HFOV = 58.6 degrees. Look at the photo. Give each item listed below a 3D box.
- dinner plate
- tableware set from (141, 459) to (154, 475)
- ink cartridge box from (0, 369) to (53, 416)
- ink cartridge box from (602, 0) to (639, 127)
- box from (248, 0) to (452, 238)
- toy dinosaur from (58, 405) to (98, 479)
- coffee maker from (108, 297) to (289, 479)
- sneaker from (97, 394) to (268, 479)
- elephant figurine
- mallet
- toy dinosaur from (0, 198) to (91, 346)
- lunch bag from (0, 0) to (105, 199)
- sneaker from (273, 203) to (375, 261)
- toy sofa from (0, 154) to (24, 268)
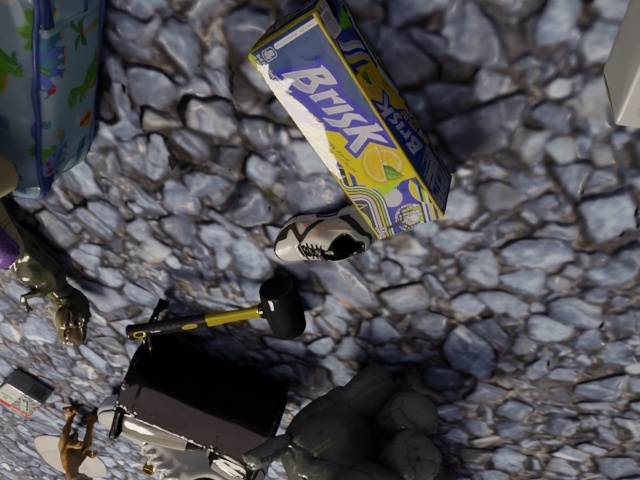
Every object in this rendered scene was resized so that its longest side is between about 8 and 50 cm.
[{"bbox_3d":[-0.454,0.397,1.028,0.141,0.017,0.141,9,134,10],"label":"dinner plate"},{"bbox_3d":[-0.220,0.376,0.923,0.154,0.024,0.104,-5,128,24],"label":"tableware set"},{"bbox_3d":[-0.470,0.244,0.885,0.063,0.029,0.115,41,130,-19],"label":"ink cartridge box"},{"bbox_3d":[0.256,-0.115,0.283,0.174,0.072,0.128,11,133,10],"label":"ink cartridge box"},{"bbox_3d":[0.027,-0.084,0.403,0.059,0.054,0.169,-20,121,32],"label":"box"},{"bbox_3d":[-0.386,0.316,0.884,0.064,0.112,0.211,19,175,-25],"label":"toy dinosaur"},{"bbox_3d":[-0.132,0.184,0.654,0.178,0.120,0.171,21,132,0],"label":"coffee maker"},{"bbox_3d":[-0.199,0.296,0.795,0.257,0.091,0.094,21,134,-1],"label":"sneaker"},{"bbox_3d":[0.052,0.263,0.643,0.185,0.169,0.240,29,151,23],"label":"elephant figurine"},{"bbox_3d":[-0.106,0.088,0.588,0.189,0.039,0.062,-16,124,13],"label":"mallet"},{"bbox_3d":[-0.354,0.011,0.618,0.118,0.064,0.268,-16,122,12],"label":"toy dinosaur"},{"bbox_3d":[-0.263,-0.146,0.427,0.176,0.090,0.219,26,133,-1],"label":"lunch bag"},{"bbox_3d":[0.000,0.000,0.496,0.109,0.044,0.040,-18,125,33],"label":"sneaker"},{"bbox_3d":[-0.407,-0.033,0.393,0.362,0.150,0.177,2,118,18],"label":"toy sofa"}]
